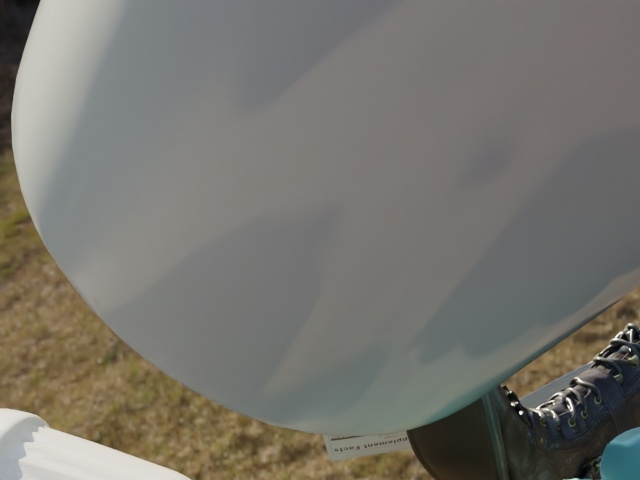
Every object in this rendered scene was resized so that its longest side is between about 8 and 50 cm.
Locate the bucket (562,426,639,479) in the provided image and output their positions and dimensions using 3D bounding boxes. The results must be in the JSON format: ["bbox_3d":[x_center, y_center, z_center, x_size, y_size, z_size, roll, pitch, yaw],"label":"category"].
[{"bbox_3d":[0.210,0.239,0.539,0.281,0.281,0.183,-13,19,-16],"label":"bucket"}]

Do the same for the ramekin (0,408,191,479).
[{"bbox_3d":[-0.133,0.227,0.589,0.127,0.272,0.273,9,28,0],"label":"ramekin"}]

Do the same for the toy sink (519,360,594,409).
[{"bbox_3d":[0.248,0.238,1.239,0.234,0.153,0.131,-27,68,-4],"label":"toy sink"}]

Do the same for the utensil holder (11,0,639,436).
[{"bbox_3d":[0.067,-0.135,0.475,0.328,0.385,0.327,16,52,-22],"label":"utensil holder"}]

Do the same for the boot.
[{"bbox_3d":[0.189,0.135,0.921,0.229,0.262,0.091,-37,28,-30],"label":"boot"}]

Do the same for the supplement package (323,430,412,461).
[{"bbox_3d":[0.042,0.114,1.136,0.105,0.179,0.105,-10,42,3],"label":"supplement package"}]
